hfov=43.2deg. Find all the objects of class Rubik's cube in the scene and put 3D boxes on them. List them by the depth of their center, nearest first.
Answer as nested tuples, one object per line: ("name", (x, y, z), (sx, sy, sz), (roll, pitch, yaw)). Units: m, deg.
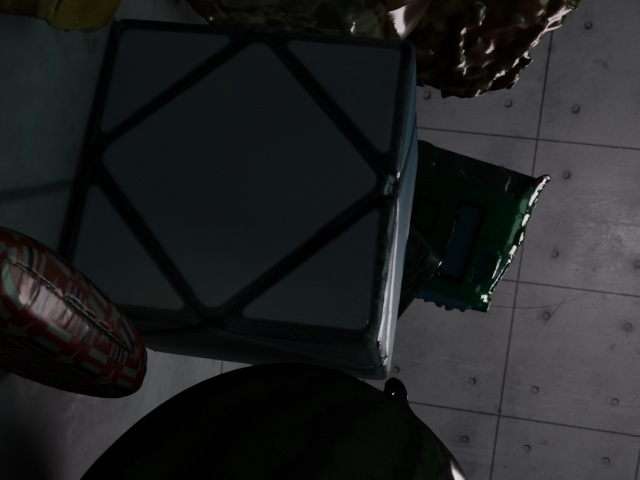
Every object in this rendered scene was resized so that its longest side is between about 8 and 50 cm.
("Rubik's cube", (-0.041, -0.017, 0.588), (0.205, 0.207, 0.204), (70, 28, -74))

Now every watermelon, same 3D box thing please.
("watermelon", (-0.038, 0.227, 0.494), (0.359, 0.279, 0.279), (-53, 160, -20))

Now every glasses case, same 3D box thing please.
("glasses case", (-0.142, 0.036, 0.401), (0.194, 0.073, 0.049), (78, 21, -67))

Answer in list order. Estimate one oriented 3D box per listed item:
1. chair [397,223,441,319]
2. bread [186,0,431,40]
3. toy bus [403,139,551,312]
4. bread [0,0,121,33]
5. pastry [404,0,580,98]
("chair", (0.000, 0.000, 0.790), (0.136, 0.147, 0.270), (-54, -172, 9))
("bread", (0.000, -0.277, 0.585), (0.279, 0.225, 0.250), (58, 41, -83))
("toy bus", (0.088, -0.040, 1.009), (0.183, 0.344, 0.199), (-2, 110, -81))
("bread", (-0.129, -0.168, 0.391), (0.074, 0.054, 0.132), (-43, 138, -77))
("pastry", (0.144, -0.334, 0.956), (0.292, 0.405, 0.337), (-97, -178, -47))
